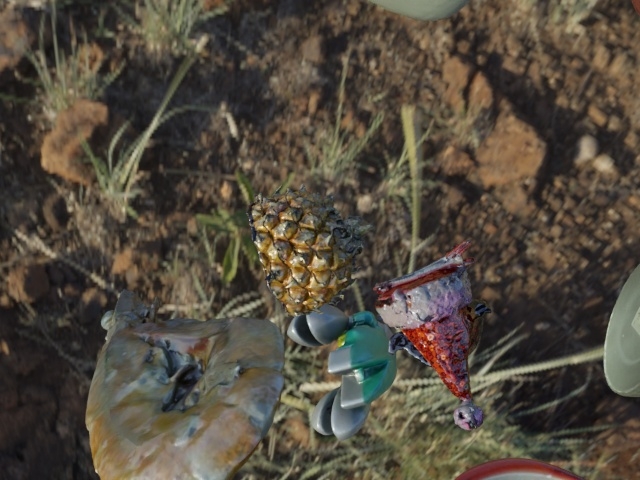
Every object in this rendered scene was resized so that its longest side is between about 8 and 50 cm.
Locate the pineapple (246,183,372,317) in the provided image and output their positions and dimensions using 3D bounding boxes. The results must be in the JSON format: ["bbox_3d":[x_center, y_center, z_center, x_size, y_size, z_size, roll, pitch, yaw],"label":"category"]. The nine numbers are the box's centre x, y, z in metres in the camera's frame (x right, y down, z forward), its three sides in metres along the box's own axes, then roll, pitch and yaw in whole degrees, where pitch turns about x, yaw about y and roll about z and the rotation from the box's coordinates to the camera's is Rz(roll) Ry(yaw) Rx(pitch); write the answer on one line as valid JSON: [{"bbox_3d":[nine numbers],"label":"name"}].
[{"bbox_3d":[0.001,0.002,1.454,0.136,0.161,0.176,-22,34,11],"label":"pineapple"}]

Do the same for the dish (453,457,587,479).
[{"bbox_3d":[0.160,0.304,0.875,0.256,0.117,0.256,7,56,-11],"label":"dish"}]

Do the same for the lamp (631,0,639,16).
[{"bbox_3d":[0.500,-0.356,1.520,0.180,0.180,0.258,30,30,6],"label":"lamp"}]

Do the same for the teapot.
[{"bbox_3d":[0.412,0.103,1.257,0.149,0.162,0.239,18,32,-7],"label":"teapot"}]

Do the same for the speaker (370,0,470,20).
[{"bbox_3d":[0.107,-0.350,0.749,0.183,0.184,0.406,26,69,-7],"label":"speaker"}]

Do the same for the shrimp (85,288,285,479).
[{"bbox_3d":[-0.109,0.097,0.894,0.164,0.062,0.317,-30,27,-2],"label":"shrimp"}]

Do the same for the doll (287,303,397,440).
[{"bbox_3d":[0.046,0.195,1.713,0.153,0.258,0.195,-21,69,15],"label":"doll"}]

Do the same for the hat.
[{"bbox_3d":[0.163,0.129,1.459,0.140,0.129,0.227,-23,93,-9],"label":"hat"}]
